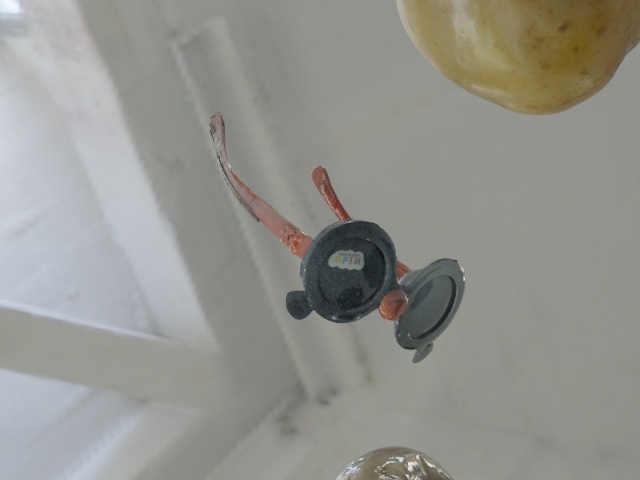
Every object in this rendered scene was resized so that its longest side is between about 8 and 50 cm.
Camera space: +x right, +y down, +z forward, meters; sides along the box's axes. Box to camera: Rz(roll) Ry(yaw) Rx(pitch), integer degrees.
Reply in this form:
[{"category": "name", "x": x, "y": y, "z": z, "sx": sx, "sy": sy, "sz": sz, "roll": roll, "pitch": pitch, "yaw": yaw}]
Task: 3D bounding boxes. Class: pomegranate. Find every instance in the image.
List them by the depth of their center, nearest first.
[{"category": "pomegranate", "x": 0.227, "y": -0.280, "z": 1.834, "sx": 0.307, "sy": 0.307, "sz": 0.307, "roll": -9, "pitch": -78, "yaw": -46}]

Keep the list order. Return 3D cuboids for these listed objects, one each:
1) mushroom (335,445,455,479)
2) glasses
[{"category": "mushroom", "x": 0.150, "y": 0.356, "z": 1.951, "sx": 0.292, "sy": 0.290, "sz": 0.293, "roll": 38, "pitch": -143, "yaw": -36}, {"category": "glasses", "x": 0.000, "y": 0.000, "z": 1.693, "sx": 0.234, "sy": 0.268, "sz": 0.118, "roll": 21, "pitch": -78, "yaw": -46}]
